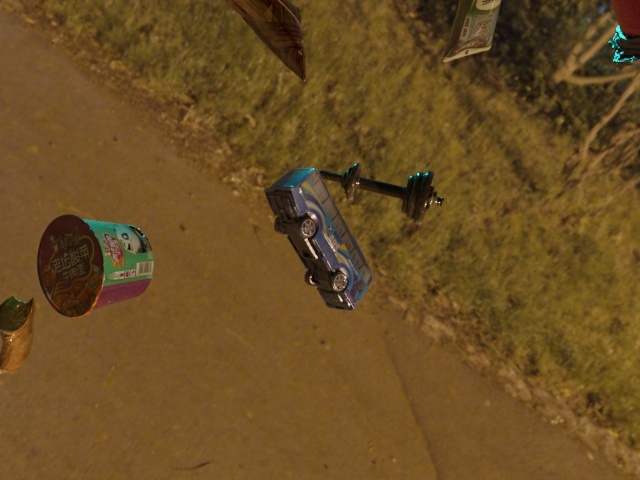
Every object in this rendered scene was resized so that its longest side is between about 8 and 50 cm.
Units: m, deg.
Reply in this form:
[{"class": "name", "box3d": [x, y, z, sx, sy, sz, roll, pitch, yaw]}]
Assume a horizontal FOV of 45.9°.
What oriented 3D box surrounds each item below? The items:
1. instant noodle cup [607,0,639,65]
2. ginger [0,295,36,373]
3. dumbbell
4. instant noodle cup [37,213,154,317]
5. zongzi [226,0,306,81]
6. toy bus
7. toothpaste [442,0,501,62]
[{"class": "instant noodle cup", "box3d": [0.615, -0.472, 1.337, 0.181, 0.302, 0.258, 54, -18, -22]}, {"class": "ginger", "box3d": [-0.365, 0.110, 0.905, 0.044, 0.137, 0.057, 1, 49, -23]}, {"class": "dumbbell", "box3d": [0.121, -0.105, 1.506, 0.254, 0.110, 0.110, 14, 32, 7]}, {"class": "instant noodle cup", "box3d": [-0.547, 0.058, 1.873, 0.251, 0.251, 0.190, 52, 28, 21]}, {"class": "zongzi", "box3d": [-0.103, -0.401, 1.404, 0.187, 0.084, 0.184, 25, 43, -42]}, {"class": "toy bus", "box3d": [0.003, -0.001, 1.195, 0.094, 0.079, 0.236, -42, 118, -26]}, {"class": "toothpaste", "box3d": [0.267, -0.399, 1.274, 0.392, 0.098, 0.061, 69, 5, -76]}]
